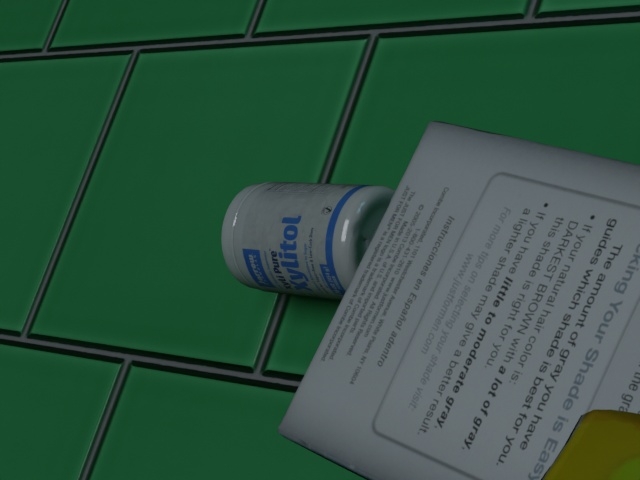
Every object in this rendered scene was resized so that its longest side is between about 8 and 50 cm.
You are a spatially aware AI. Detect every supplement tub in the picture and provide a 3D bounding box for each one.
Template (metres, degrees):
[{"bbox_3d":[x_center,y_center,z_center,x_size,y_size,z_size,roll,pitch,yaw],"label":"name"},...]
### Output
[{"bbox_3d":[0.000,0.000,0.877,0.107,0.071,0.071,3,68,43],"label":"supplement tub"}]

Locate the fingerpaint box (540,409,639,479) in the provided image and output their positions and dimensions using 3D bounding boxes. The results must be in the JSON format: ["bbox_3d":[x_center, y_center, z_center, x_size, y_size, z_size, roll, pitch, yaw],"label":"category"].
[{"bbox_3d":[0.208,0.214,0.265,0.445,0.371,0.163,7,113,25],"label":"fingerpaint box"}]

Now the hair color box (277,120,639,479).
[{"bbox_3d":[0.171,0.077,0.647,0.374,0.114,0.185,18,79,47],"label":"hair color box"}]
